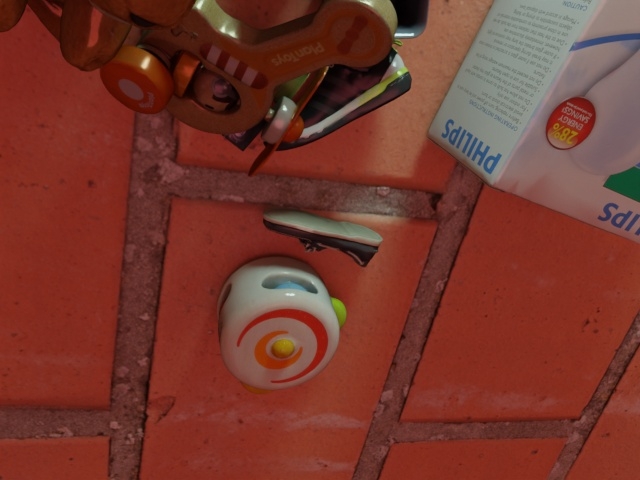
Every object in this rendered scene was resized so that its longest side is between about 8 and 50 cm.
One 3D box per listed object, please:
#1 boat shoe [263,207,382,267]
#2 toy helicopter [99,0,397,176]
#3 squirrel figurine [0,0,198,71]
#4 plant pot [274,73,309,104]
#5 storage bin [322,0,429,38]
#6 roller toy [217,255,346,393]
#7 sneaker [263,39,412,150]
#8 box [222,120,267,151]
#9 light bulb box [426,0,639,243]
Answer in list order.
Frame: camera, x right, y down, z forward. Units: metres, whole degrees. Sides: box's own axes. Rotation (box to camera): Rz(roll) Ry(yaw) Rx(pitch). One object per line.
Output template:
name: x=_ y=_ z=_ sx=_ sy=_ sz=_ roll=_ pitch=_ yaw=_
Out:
boat shoe: x=0.000 y=0.000 z=0.931 sx=0.205 sy=0.075 sz=0.065 roll=12 pitch=112 yaw=-24
toy helicopter: x=-0.063 y=-0.192 z=0.681 sx=0.354 sy=0.140 sz=0.235 roll=-5 pitch=141 yaw=39
squirrel figurine: x=-0.190 y=-0.350 z=0.500 sx=0.281 sy=0.370 sz=0.397 roll=20 pitch=89 yaw=-53
plant pot: x=-0.060 y=-0.233 z=0.790 sx=0.079 sy=0.083 sz=0.083 roll=37 pitch=105 yaw=-16
storage bin: x=0.061 y=-0.318 z=0.757 sx=0.135 sy=0.091 sz=0.098 roll=-5 pitch=120 yaw=-12
roller toy: x=-0.072 y=0.137 z=0.947 sx=0.209 sy=0.146 sz=0.191 roll=-32 pitch=120 yaw=6
sneaker: x=0.015 y=-0.208 z=0.831 sx=0.234 sy=0.084 sz=0.097 roll=-27 pitch=97 yaw=1
box: x=-0.121 y=-0.178 z=0.834 sx=0.083 sy=0.018 sz=0.067 roll=38 pitch=104 yaw=-28
light bulb box: x=0.409 y=-0.216 z=0.820 sx=0.357 sy=0.225 sz=0.361 roll=16 pitch=113 yaw=-21
